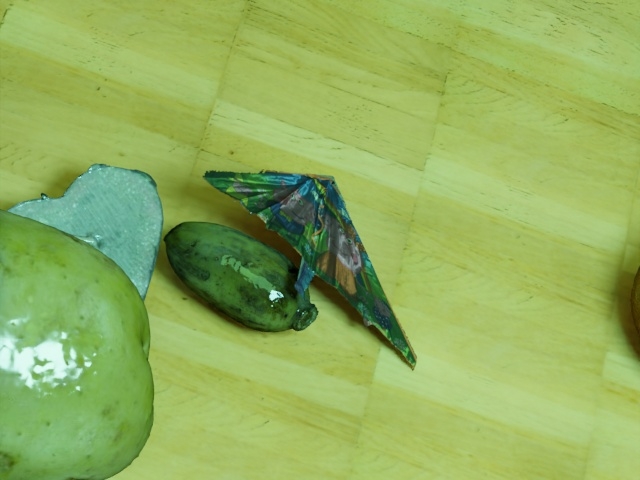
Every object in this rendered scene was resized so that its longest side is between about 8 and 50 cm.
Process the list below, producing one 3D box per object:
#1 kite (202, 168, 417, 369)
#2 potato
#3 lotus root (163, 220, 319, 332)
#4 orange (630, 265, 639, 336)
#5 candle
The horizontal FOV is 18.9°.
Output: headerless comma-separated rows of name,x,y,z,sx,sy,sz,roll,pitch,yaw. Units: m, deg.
kite,0.000,0.000,2.060,0.321,0.016,0.234,44,28,-19
potato,-0.264,0.120,1.846,0.243,0.242,0.285,7,64,-14
lotus root,-0.084,0.040,2.016,0.179,0.080,0.089,30,37,4
orange,0.437,0.072,2.099,0.206,0.206,0.206,7,61,-13
candle,-0.236,0.018,1.987,0.192,0.068,0.168,-26,69,-26
